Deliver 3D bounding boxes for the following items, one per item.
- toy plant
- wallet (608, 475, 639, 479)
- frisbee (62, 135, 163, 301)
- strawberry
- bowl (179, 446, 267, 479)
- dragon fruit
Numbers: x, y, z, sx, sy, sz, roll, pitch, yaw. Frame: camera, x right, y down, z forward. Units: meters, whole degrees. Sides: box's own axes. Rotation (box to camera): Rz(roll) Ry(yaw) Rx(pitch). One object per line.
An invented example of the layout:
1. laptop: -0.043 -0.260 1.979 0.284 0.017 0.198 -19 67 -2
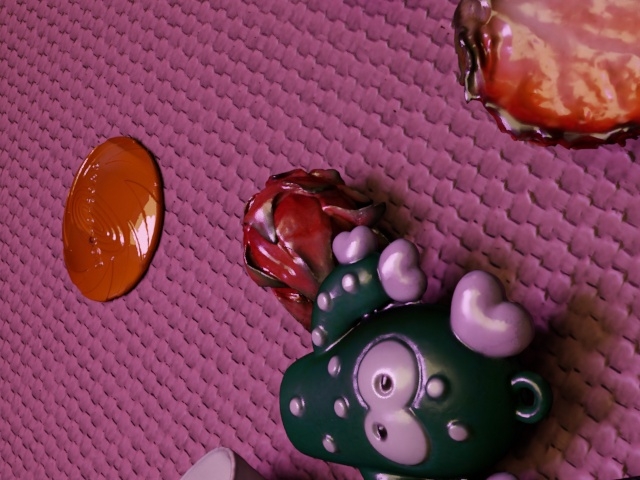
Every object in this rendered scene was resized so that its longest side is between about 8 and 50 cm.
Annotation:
1. toy plant: 0.074 0.119 0.908 0.243 0.112 0.233 22 113 36
2. wallet: 0.221 0.245 0.690 0.262 0.071 0.221 -11 74 7
3. frisbee: -0.248 -0.026 1.331 0.192 0.035 0.192 -12 73 44
4. strawberry: 0.217 -0.138 0.835 0.236 0.111 0.190 19 86 23
5. bowl: -0.095 0.328 0.991 0.277 0.145 0.277 -52 14 19
6. dragon fruit: -0.006 0.004 1.025 0.121 0.130 0.142 -41 46 -8
